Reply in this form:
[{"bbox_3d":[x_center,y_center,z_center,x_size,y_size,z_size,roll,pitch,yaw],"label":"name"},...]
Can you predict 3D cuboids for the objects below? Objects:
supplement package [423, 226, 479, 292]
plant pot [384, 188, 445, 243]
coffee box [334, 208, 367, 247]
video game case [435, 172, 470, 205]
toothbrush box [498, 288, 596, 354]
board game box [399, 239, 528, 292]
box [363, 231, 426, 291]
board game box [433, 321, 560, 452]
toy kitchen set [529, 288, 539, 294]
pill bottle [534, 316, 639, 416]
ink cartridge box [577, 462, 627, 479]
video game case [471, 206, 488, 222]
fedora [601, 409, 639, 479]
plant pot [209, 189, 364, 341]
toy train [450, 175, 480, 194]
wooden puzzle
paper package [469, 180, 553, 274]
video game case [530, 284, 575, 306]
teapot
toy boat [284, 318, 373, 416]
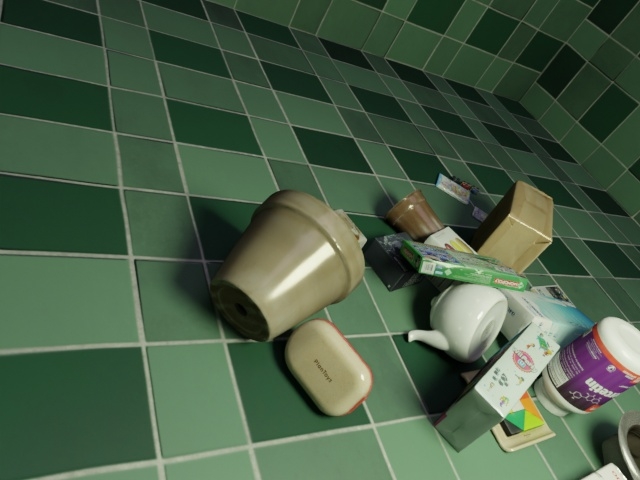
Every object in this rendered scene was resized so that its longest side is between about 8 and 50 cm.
[{"bbox_3d":[0.451,0.093,1.713,0.244,0.133,0.139,46,39,18],"label":"supplement package"},{"bbox_3d":[0.342,-0.067,1.807,0.167,0.167,0.165,-22,70,-47],"label":"plant pot"},{"bbox_3d":[0.000,0.000,1.525,0.247,0.098,0.141,-14,56,-44],"label":"coffee box"},{"bbox_3d":[0.595,-0.231,2.280,0.166,0.015,0.119,32,37,-1],"label":"video game case"},{"bbox_3d":[0.728,0.271,1.653,0.296,0.126,0.216,15,20,-17],"label":"toothbrush box"},{"bbox_3d":[0.415,0.072,1.507,0.318,0.046,0.213,11,12,-8],"label":"board game box"},{"bbox_3d":[0.250,0.065,1.637,0.158,0.093,0.156,-11,55,-41],"label":"box"},{"bbox_3d":[0.443,0.366,1.284,0.303,0.224,0.097,-29,66,-38],"label":"board game box"},{"bbox_3d":[0.796,0.220,1.865,0.083,0.075,0.068,-10,55,-37],"label":"toy kitchen set"},{"bbox_3d":[0.779,0.378,1.469,0.182,0.322,0.181,19,39,-16],"label":"pill bottle"},{"bbox_3d":[0.707,0.675,1.276,0.218,0.092,0.158,-2,49,-35],"label":"ink cartridge box"},{"bbox_3d":[0.717,-0.095,2.217,0.122,0.011,0.087,35,37,3],"label":"video game case"},{"bbox_3d":[0.890,0.633,1.426,0.244,0.124,0.275,-9,62,-39],"label":"fedora"},{"bbox_3d":[-0.104,0.081,1.228,0.323,0.323,0.280,40,54,10],"label":"plant pot"},{"bbox_3d":[0.672,-0.253,2.350,0.158,0.027,0.036,24,41,-10],"label":"toy train"},{"bbox_3d":[0.533,0.459,1.435,0.221,0.044,0.238,1,47,-35],"label":"wooden puzzle"},{"bbox_3d":[0.685,-0.014,1.855,0.168,0.309,0.325,33,36,5],"label":"paper package"},{"bbox_3d":[0.920,0.254,1.962,0.173,0.022,0.190,1,46,-35],"label":"video game case"},{"bbox_3d":[0.412,0.215,1.490,0.187,0.252,0.256,31,11,37],"label":"teapot"},{"bbox_3d":[0.027,0.293,1.209,0.231,0.151,0.151,49,10,20],"label":"toy boat"}]
